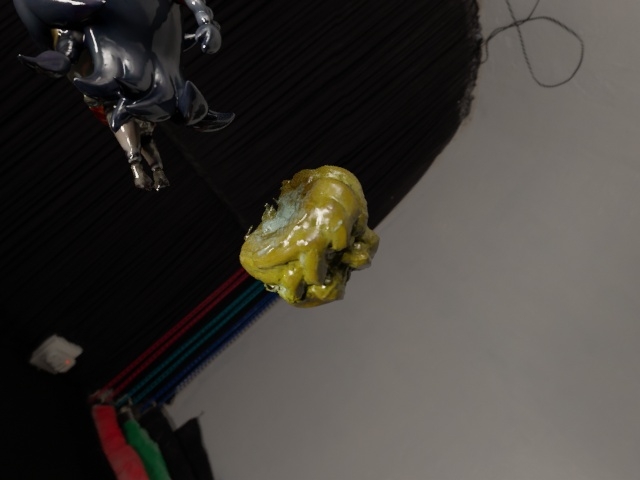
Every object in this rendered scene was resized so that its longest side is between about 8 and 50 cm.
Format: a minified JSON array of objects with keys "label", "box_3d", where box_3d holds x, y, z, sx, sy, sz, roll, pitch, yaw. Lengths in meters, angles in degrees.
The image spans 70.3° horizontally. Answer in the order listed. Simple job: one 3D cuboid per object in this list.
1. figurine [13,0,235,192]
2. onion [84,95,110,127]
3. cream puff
[{"label":"figurine","box_3d":[-0.208,-0.204,0.498,0.265,0.197,0.175,46,164,-5]},{"label":"onion","box_3d":[-0.306,-0.225,0.709,0.118,0.117,0.119,24,128,35]},{"label":"cream puff","box_3d":[0.003,0.001,0.709,0.194,0.221,0.195,32,173,5]}]
